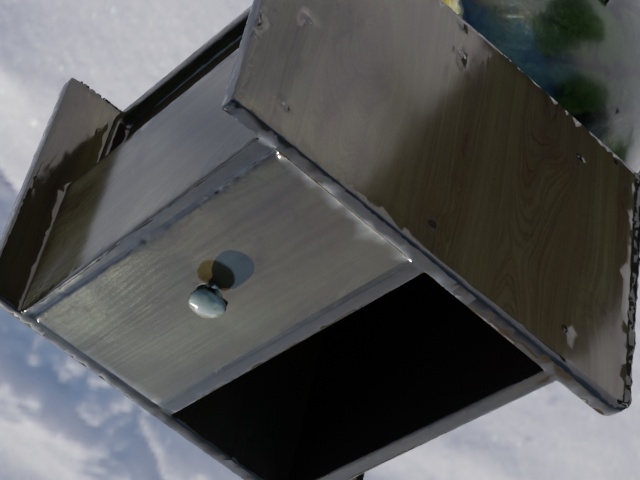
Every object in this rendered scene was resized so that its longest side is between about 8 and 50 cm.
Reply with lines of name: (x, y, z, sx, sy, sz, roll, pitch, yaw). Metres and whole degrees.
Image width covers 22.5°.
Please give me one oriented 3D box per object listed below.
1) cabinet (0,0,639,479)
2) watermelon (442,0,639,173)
cabinet: (0.000, 0.000, 0.694, 0.215, 0.148, 0.175, 38, 132, -23)
watermelon: (0.162, -0.141, 1.193, 0.189, 0.330, 0.330, -8, 138, -8)
